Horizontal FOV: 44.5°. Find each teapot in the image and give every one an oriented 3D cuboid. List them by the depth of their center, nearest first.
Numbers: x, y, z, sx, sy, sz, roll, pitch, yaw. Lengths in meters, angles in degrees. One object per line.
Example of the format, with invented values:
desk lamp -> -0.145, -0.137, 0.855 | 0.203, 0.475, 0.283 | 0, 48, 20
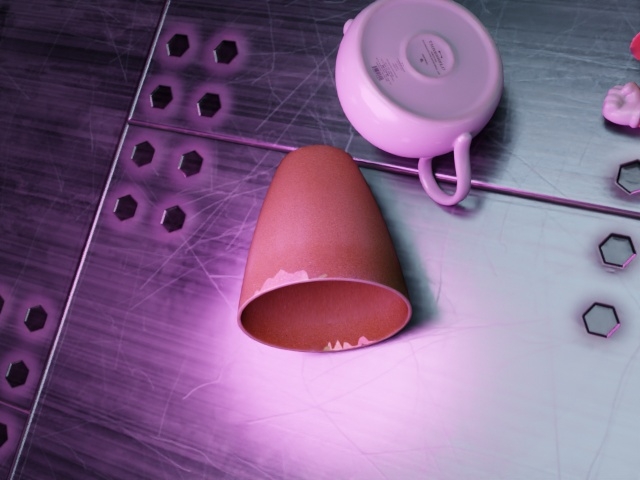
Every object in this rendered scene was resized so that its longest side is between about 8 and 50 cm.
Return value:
teapot -> 0.131, -0.214, 1.134 | 0.252, 0.187, 0.256 | 22, 66, -4

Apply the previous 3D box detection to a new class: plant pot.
plant pot -> 0.000, 0.000, 1.120 | 0.237, 0.237, 0.254 | -13, 57, 16

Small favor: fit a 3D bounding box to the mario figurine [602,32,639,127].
mario figurine -> 0.473, -0.162, 1.001 | 0.198, 0.170, 0.320 | -17, 75, 22
